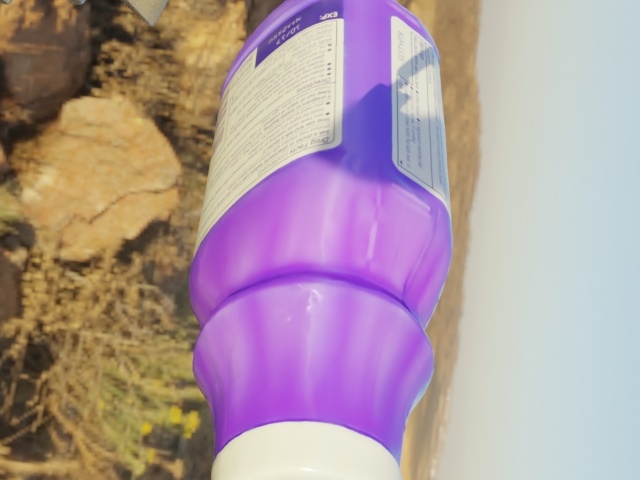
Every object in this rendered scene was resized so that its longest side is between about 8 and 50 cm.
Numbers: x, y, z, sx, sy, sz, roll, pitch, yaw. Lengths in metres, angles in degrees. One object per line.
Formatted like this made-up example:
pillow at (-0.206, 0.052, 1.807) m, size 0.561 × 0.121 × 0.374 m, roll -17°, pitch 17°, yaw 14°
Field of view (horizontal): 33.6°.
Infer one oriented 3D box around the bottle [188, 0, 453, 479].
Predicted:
bottle at (0.000, 0.000, 0.459) m, size 0.118 × 0.092 × 0.283 m, roll -40°, pitch -150°, yaw 32°

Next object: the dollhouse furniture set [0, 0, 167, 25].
dollhouse furniture set at (-0.183, -0.278, 0.617) m, size 0.259 × 0.262 × 0.135 m, roll -65°, pitch 155°, yaw -13°
